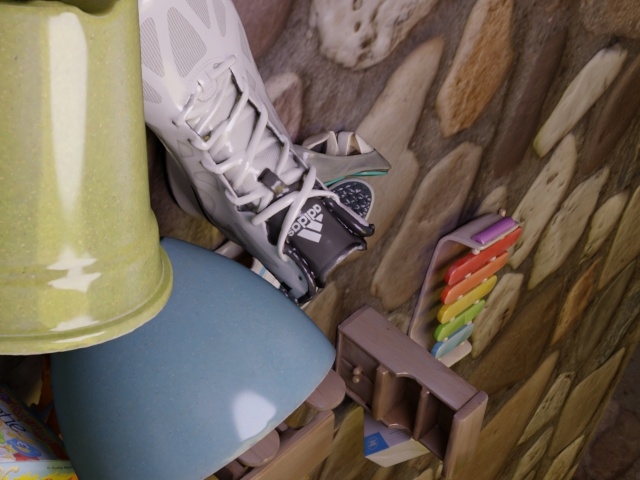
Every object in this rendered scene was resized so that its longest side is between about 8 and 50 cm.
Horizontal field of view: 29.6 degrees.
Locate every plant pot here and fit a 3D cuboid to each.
[{"bbox_3d":[-0.243,-0.087,0.952,0.276,0.276,0.254,-21,128,-47],"label":"plant pot"},{"bbox_3d":[-0.159,0.112,1.224,0.290,0.195,0.290,-33,-172,5],"label":"plant pot"}]

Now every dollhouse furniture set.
[{"bbox_3d":[0.023,0.321,1.830,0.394,0.256,0.362,-36,149,-30],"label":"dollhouse furniture set"}]

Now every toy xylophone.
[{"bbox_3d":[0.259,0.071,2.099,0.236,0.081,0.322,-34,148,-34],"label":"toy xylophone"}]

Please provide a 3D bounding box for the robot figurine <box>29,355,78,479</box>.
[{"bbox_3d":[-0.275,0.269,1.396,0.211,0.085,0.291,-3,116,-47],"label":"robot figurine"}]

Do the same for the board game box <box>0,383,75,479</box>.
[{"bbox_3d":[-0.400,0.297,1.253,0.275,0.144,0.142,-57,153,7],"label":"board game box"}]

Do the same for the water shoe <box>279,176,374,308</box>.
[{"bbox_3d":[0.000,0.000,1.640,0.203,0.073,0.080,-55,180,3],"label":"water shoe"}]

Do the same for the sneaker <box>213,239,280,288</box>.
[{"bbox_3d":[-0.147,0.081,1.478,0.228,0.087,0.092,-48,145,-22],"label":"sneaker"}]

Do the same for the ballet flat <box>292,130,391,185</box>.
[{"bbox_3d":[0.026,-0.107,1.537,0.213,0.072,0.068,-15,105,-54],"label":"ballet flat"}]

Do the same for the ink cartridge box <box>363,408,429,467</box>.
[{"bbox_3d":[0.129,0.284,2.068,0.104,0.180,0.060,-27,136,32],"label":"ink cartridge box"}]

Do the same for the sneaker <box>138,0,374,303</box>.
[{"bbox_3d":[-0.059,-0.099,1.192,0.169,0.257,0.447,-47,152,-12],"label":"sneaker"}]
